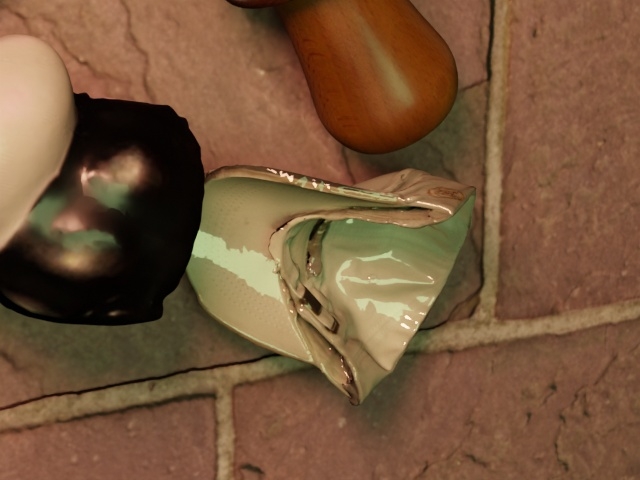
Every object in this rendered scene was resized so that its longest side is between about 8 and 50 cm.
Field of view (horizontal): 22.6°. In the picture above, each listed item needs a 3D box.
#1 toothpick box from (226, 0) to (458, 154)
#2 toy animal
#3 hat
[{"bbox_3d":[0.019,-0.235,1.589,0.192,0.192,0.294,-41,125,-10],"label":"toothpick box"},{"bbox_3d":[-0.278,-0.058,1.446,0.310,0.251,0.251,17,98,-33],"label":"toy animal"},{"bbox_3d":[0.004,0.005,1.697,0.301,0.168,0.258,20,118,-7],"label":"hat"}]
